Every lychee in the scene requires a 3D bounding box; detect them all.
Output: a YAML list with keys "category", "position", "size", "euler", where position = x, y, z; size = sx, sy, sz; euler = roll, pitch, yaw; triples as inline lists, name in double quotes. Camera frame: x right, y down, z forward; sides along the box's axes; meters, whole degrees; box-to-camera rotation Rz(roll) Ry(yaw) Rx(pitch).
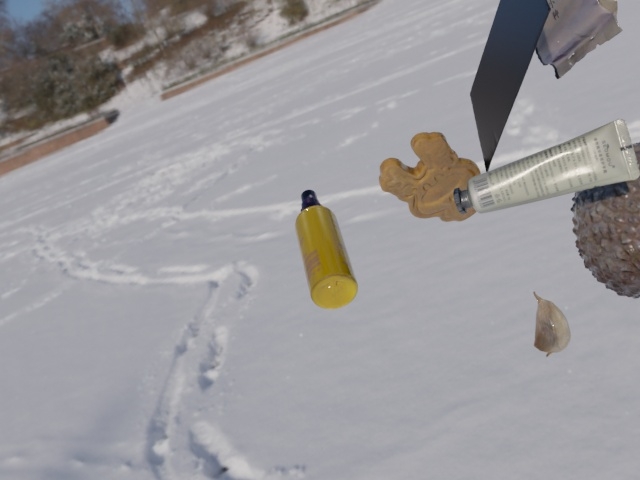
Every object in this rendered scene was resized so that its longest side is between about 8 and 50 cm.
- category: "lychee"
  position: [0.581, -0.036, 1.259]
  size: [0.300, 0.300, 0.300]
  euler: [-20, 15, 5]

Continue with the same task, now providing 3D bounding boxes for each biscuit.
- category: "biscuit"
  position: [0.206, -0.097, 1.258]
  size: [0.144, 0.236, 0.040]
  euler: [-34, 45, 27]

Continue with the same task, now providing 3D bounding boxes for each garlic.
- category: "garlic"
  position: [0.522, 0.197, 1.624]
  size: [0.084, 0.152, 0.066]
  euler: [3, 24, 24]

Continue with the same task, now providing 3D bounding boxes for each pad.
- category: "pad"
  position: [0.281, -0.278, 1.094]
  size: [0.005, 0.300, 0.202]
  euler: [3, 50, -4]

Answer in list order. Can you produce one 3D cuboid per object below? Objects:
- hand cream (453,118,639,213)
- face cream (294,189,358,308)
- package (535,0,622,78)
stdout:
- category: "hand cream"
  position: [0.291, -0.086, 0.948]
  size: [0.234, 0.080, 0.050]
  euler: [-17, 0, 24]
- category: "face cream"
  position: [0.000, 0.000, 1.233]
  size: [0.078, 0.078, 0.273]
  euler: [-20, 39, 4]
- category: "package"
  position: [0.457, -0.460, 1.369]
  size: [0.062, 0.251, 0.204]
  euler: [-24, -7, -19]
